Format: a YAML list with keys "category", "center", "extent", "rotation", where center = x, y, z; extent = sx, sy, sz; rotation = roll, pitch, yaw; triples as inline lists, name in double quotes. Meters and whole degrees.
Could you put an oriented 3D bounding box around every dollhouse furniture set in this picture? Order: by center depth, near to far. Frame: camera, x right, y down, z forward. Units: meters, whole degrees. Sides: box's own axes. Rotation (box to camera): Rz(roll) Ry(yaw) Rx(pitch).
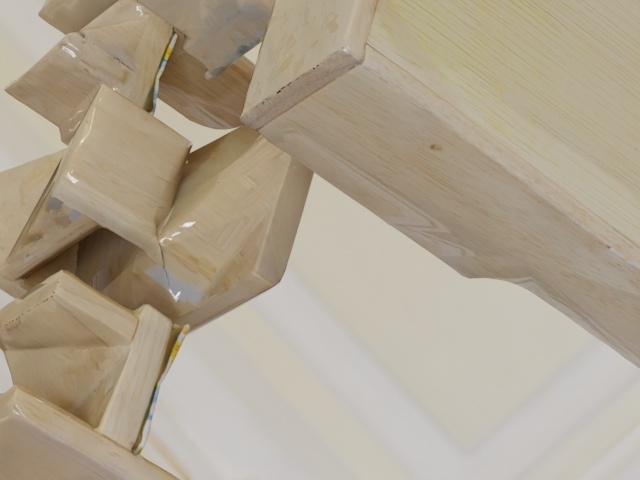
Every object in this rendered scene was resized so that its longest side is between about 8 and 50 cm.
- category: "dollhouse furniture set"
  center: [0.000, 0.000, 0.900]
  extent: [0.394, 0.256, 0.362]
  rotation: [-29, 35, 45]
